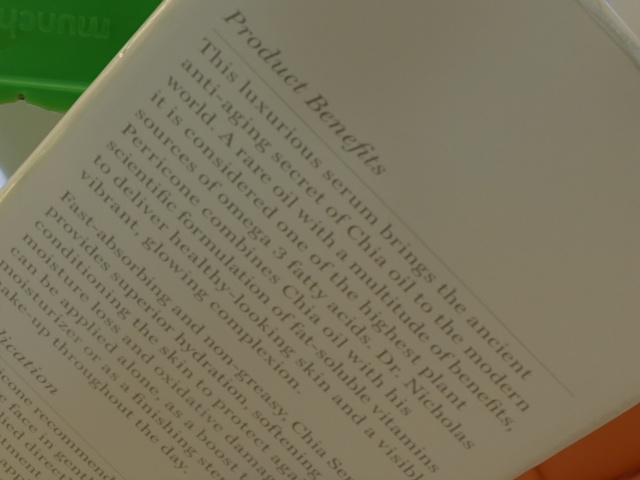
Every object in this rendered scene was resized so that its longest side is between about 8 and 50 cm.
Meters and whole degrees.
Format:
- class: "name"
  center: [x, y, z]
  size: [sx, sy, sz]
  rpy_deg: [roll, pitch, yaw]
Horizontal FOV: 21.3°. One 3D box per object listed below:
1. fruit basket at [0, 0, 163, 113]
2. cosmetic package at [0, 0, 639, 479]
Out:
- class: "fruit basket"
  center: [-0.175, -0.244, 1.149]
  size: [0.392, 0.283, 0.392]
  rpy_deg: [6, 25, -3]
- class: "cosmetic package"
  center: [0.000, 0.000, 0.738]
  size: [0.453, 0.230, 0.161]
  rpy_deg: [-40, 7, 43]
